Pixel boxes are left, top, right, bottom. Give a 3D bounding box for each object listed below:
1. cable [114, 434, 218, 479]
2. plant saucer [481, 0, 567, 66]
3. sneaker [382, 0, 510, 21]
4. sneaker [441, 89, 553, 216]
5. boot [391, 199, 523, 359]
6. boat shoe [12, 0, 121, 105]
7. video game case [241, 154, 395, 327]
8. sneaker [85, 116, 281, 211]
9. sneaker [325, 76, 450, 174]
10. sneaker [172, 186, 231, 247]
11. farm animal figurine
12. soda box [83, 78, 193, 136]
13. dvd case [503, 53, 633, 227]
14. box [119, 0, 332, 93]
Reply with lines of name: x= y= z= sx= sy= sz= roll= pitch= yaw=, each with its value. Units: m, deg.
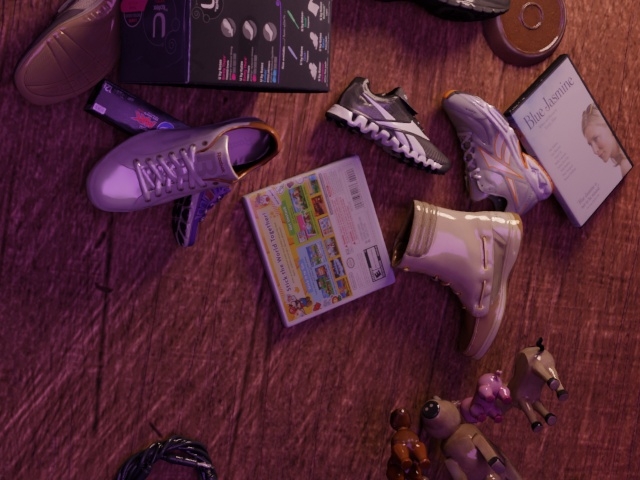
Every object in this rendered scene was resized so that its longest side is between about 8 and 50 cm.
cable: x=-0.249 y=0.392 z=1.694 sx=0.184 sy=0.047 sz=0.151 roll=-24 pitch=104 yaw=-16
plant saucer: x=0.355 y=-0.382 z=1.847 sx=0.168 sy=0.029 sz=0.169 roll=-2 pitch=97 yaw=-20
sneaker: x=0.185 y=-0.432 z=1.736 sx=0.286 sy=0.109 sz=0.130 roll=12 pitch=88 yaw=-23
sneaker: x=0.276 y=-0.134 z=1.812 sx=0.121 sy=0.099 sz=0.262 roll=-45 pitch=108 yaw=-6
boot: x=0.213 y=0.066 z=1.812 sx=0.203 sy=0.095 sz=0.262 roll=8 pitch=109 yaw=-13
boat shoe: x=-0.332 y=-0.307 z=1.555 sx=0.285 sy=0.092 sz=0.103 roll=-48 pitch=132 yaw=-13
video game case: x=0.000 y=0.000 z=1.756 sx=0.206 sy=0.026 sz=0.227 roll=-22 pitch=105 yaw=-18
sneaker: x=-0.193 y=-0.115 z=1.550 sx=0.290 sy=0.123 sz=0.106 roll=-22 pitch=106 yaw=-16
sneaker: x=0.128 y=-0.190 z=1.754 sx=0.234 sy=0.078 sz=0.106 roll=27 pitch=89 yaw=-20
sneaker: x=-0.175 y=-0.067 z=1.659 sx=0.071 sy=0.068 sz=0.170 roll=20 pitch=88 yaw=-28
farm animal figurine: x=0.258 y=0.327 z=1.821 sx=0.330 sy=0.172 sz=0.327 roll=-24 pitch=124 yaw=-3
soda box: x=-0.264 y=-0.176 z=1.613 sx=0.168 sy=0.060 sz=0.053 roll=30 pitch=84 yaw=-21
dvd case: x=0.437 y=-0.174 z=1.886 sx=0.180 sy=0.022 sz=0.253 roll=-45 pitch=110 yaw=-25
box: x=-0.132 y=-0.288 z=1.550 sx=0.270 sy=0.165 sz=0.143 roll=-5 pitch=99 yaw=-45
